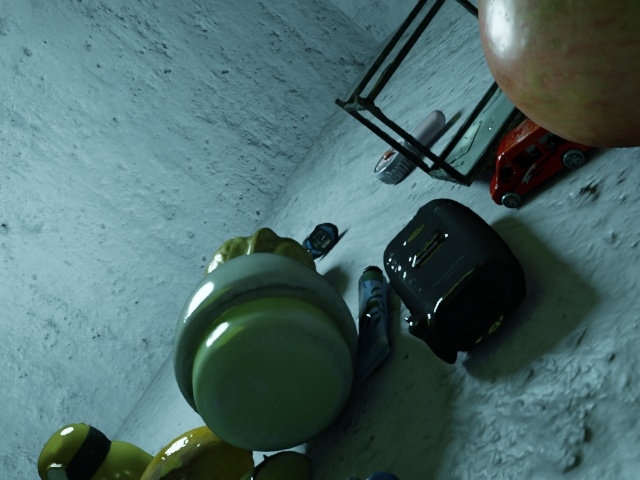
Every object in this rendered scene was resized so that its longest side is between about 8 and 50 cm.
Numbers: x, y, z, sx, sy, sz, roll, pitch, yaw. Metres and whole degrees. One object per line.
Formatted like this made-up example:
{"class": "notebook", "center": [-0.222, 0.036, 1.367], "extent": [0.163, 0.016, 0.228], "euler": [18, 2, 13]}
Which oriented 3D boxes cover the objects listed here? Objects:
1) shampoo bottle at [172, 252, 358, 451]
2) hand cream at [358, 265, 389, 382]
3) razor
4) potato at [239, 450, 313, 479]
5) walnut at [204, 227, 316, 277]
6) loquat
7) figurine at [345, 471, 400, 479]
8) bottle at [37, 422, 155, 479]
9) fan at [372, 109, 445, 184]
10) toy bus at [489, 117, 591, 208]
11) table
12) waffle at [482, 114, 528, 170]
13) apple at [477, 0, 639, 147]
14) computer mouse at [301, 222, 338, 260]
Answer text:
{"class": "shampoo bottle", "center": [-0.098, 0.183, 1.110], "extent": [0.322, 0.322, 0.317], "euler": [-50, 25, 12]}
{"class": "hand cream", "center": [0.100, 0.141, 1.169], "extent": [0.091, 0.058, 0.271], "euler": [-52, 17, 30]}
{"class": "razor", "center": [0.195, 0.048, 0.953], "extent": [0.189, 0.107, 0.327], "euler": [-50, 15, 12]}
{"class": "potato", "center": [-0.138, 0.484, 0.971], "extent": [0.255, 0.112, 0.269], "euler": [-48, 12, 23]}
{"class": "walnut", "center": [-0.146, 0.103, 1.608], "extent": [0.253, 0.282, 0.277], "euler": [-62, -7, 6]}
{"class": "loquat", "center": [-0.225, 0.454, 1.151], "extent": [0.238, 0.193, 0.238], "euler": [-34, -6, -4]}
{"class": "figurine", "center": [0.047, 0.338, 0.790], "extent": [0.149, 0.087, 0.086], "euler": [-30, 64, 61]}
{"class": "bottle", "center": [-0.429, 0.522, 1.321], "extent": [0.171, 0.351, 0.171], "euler": [-50, 14, 17]}
{"class": "fan", "center": [0.237, -0.251, 1.655], "extent": [0.244, 0.074, 0.130], "euler": [-46, 14, 25]}
{"class": "toy bus", "center": [0.336, -0.136, 0.989], "extent": [0.195, 0.089, 0.081], "euler": [-40, 18, 44]}
{"class": "table", "center": [0.247, -0.325, 1.202], "extent": [0.335, 0.272, 0.222], "euler": [-54, 13, 4]}
{"class": "waffle", "center": [0.356, -0.215, 1.236], "extent": [0.191, 0.038, 0.191], "euler": [-49, 13, 16]}
{"class": "apple", "center": [0.372, -0.290, 0.714], "extent": [0.364, 0.364, 0.364], "euler": [-49, 14, 16]}
{"class": "computer mouse", "center": [0.000, 0.000, 1.818], "extent": [0.135, 0.079, 0.047], "euler": [-46, 0, 17]}
